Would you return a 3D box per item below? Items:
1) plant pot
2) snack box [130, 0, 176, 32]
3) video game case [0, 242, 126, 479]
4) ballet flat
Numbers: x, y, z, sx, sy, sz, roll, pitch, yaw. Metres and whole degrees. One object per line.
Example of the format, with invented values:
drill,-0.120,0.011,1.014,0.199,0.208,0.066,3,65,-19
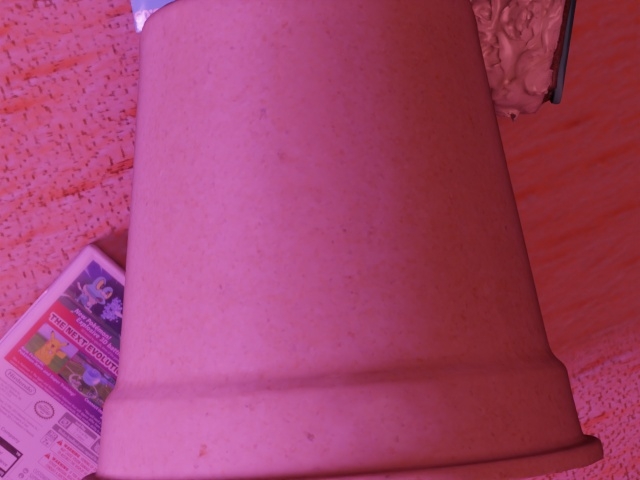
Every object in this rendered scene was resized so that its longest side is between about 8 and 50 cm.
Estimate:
plant pot,0.000,0.000,0.878,0.334,0.334,0.305,-4,85,-15
snack box,0.021,-0.251,0.892,0.322,0.060,0.187,-6,103,12
video game case,-0.157,0.133,1.002,0.201,0.023,0.183,43,87,-17
ballet flat,0.152,-0.293,0.957,0.147,0.147,0.409,11,97,-17
